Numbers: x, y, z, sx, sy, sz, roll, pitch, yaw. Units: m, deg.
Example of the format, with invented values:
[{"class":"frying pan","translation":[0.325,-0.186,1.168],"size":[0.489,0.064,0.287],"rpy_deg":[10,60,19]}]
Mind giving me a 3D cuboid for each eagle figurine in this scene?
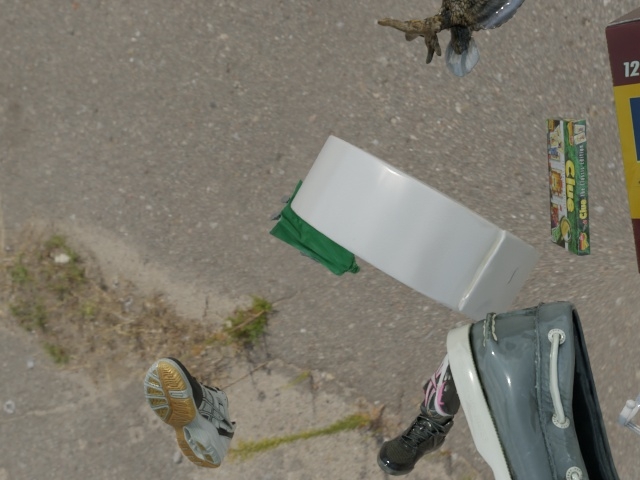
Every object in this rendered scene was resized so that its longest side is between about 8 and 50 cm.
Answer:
[{"class":"eagle figurine","translation":[0.297,-0.509,1.469],"size":[0.226,0.225,0.298],"rpy_deg":[42,77,11]}]

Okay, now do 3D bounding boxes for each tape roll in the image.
[{"class":"tape roll","translation":[0.111,-0.014,0.858],"size":[0.286,0.286,0.100],"rpy_deg":[33,96,22]}]

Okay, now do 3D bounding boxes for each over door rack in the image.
[{"class":"over door rack","translation":[0.757,0.355,1.445],"size":[0.239,0.324,0.108],"rpy_deg":[34,114,33]}]

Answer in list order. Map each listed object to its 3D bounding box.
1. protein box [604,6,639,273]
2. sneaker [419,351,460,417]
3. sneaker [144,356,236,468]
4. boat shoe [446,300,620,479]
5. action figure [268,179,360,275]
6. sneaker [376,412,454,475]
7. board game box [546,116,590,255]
[{"class":"protein box","translation":[0.336,-0.101,0.573],"size":[0.136,0.201,0.200],"rpy_deg":[0,112,41]},{"class":"sneaker","translation":[0.238,0.279,1.440],"size":[0.077,0.178,0.072],"rpy_deg":[-29,101,37]},{"class":"sneaker","translation":[-0.074,0.094,0.427],"size":[0.032,0.037,0.083],"rpy_deg":[2,128,27]},{"class":"boat shoe","translation":[0.184,0.191,0.483],"size":[0.099,0.116,0.319],"rpy_deg":[-27,67,19]},{"class":"action figure","translation":[0.000,0.000,1.515],"size":[0.063,0.232,0.137],"rpy_deg":[-5,49,57]},{"class":"sneaker","translation":[0.211,0.420,1.582],"size":[0.087,0.227,0.130],"rpy_deg":[37,123,32]},{"class":"board game box","translation":[0.487,-0.110,1.438],"size":[0.030,0.136,0.260],"rpy_deg":[-8,102,-6]}]
